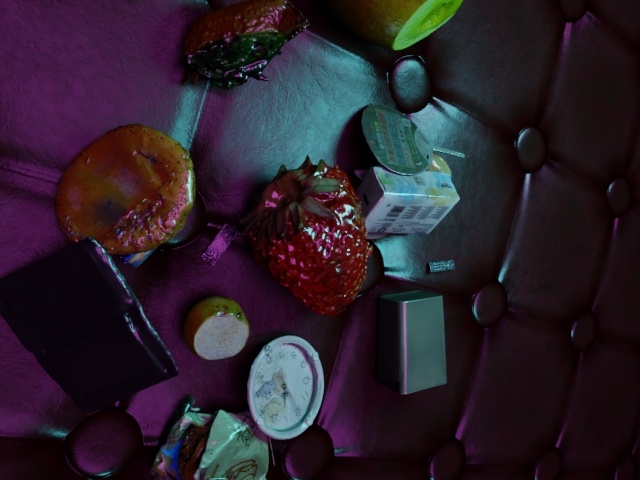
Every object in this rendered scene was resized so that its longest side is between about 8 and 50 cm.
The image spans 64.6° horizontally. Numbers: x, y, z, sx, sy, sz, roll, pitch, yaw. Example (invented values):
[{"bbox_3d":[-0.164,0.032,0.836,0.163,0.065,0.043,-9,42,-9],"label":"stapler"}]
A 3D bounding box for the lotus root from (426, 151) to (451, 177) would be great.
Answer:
[{"bbox_3d":[0.310,-0.189,1.364,0.150,0.062,0.073,48,51,-26],"label":"lotus root"}]

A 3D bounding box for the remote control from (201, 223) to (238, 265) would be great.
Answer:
[{"bbox_3d":[-0.225,0.009,1.123,0.039,0.014,0.096,40,78,-26],"label":"remote control"}]

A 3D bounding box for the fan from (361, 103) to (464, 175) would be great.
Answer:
[{"bbox_3d":[0.215,-0.264,1.273,0.294,0.012,0.223,-23,71,-38],"label":"fan"}]

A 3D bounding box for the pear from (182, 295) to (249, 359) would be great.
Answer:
[{"bbox_3d":[-0.228,0.181,1.094,0.141,0.104,0.141,-11,124,-18],"label":"pear"}]

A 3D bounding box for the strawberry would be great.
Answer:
[{"bbox_3d":[0.002,-0.001,1.124,0.292,0.292,0.343,-55,134,-12],"label":"strawberry"}]

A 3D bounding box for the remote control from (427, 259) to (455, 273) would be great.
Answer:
[{"bbox_3d":[0.343,0.073,1.438,0.091,0.016,0.034,-5,82,-28],"label":"remote control"}]

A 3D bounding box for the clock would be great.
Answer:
[{"bbox_3d":[-0.088,0.342,1.194,0.236,0.053,0.236,9,78,-46],"label":"clock"}]

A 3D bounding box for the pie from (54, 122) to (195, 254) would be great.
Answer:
[{"bbox_3d":[-0.363,-0.091,0.945,0.273,0.069,0.273,-1,80,4],"label":"pie"}]

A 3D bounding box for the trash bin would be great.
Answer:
[{"bbox_3d":[0.244,0.263,1.351,0.164,0.122,0.240,-3,95,-29],"label":"trash bin"}]

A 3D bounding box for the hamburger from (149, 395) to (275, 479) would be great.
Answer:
[{"bbox_3d":[-0.220,0.491,1.106,0.276,0.150,0.260,12,89,-28],"label":"hamburger"}]

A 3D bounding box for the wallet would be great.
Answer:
[{"bbox_3d":[-0.438,0.172,0.957,0.247,0.041,0.323,-25,112,8],"label":"wallet"}]

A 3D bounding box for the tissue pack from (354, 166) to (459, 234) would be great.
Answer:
[{"bbox_3d":[0.196,-0.114,1.268,0.229,0.159,0.145,1,54,-26],"label":"tissue pack"}]

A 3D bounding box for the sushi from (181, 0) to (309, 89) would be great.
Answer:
[{"bbox_3d":[-0.153,-0.396,1.034,0.287,0.149,0.140,-11,74,9],"label":"sushi"}]

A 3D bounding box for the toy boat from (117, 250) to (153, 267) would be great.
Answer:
[{"bbox_3d":[-0.354,-0.042,1.004,0.110,0.091,0.175,47,69,-30],"label":"toy boat"}]

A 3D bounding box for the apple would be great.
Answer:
[{"bbox_3d":[0.183,-0.610,1.088,0.384,0.374,0.374,15,89,-29],"label":"apple"}]

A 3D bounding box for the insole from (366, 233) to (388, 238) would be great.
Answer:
[{"bbox_3d":[0.180,-0.046,1.342,0.188,0.004,0.064,-19,106,-25],"label":"insole"}]
